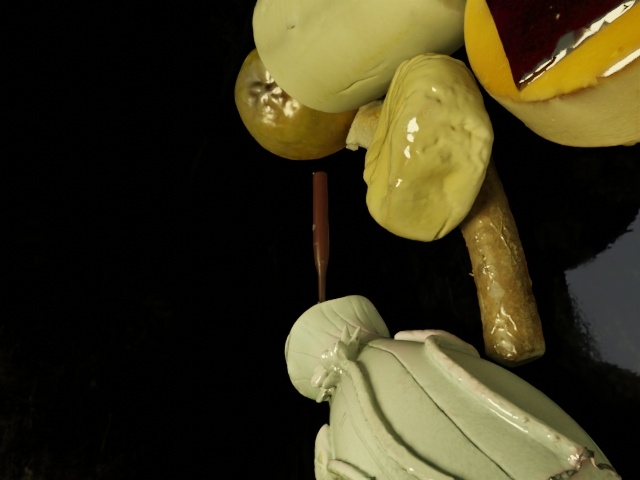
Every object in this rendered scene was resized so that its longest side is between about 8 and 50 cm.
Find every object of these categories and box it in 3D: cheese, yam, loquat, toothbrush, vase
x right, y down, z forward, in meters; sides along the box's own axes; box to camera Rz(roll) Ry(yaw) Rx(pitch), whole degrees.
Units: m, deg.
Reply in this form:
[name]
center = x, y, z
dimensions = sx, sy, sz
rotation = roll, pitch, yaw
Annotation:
[cheese]
center = 0.127, -0.120, 0.547
dimensions = 0.214, 0.117, 0.226
rotation = -95, 13, -56
[yam]
center = 0.215, -0.018, 0.558
dimensions = 0.081, 0.081, 0.356
rotation = -38, 49, 51
[loquat]
center = -0.027, -0.300, 0.899
dimensions = 0.276, 0.284, 0.276
rotation = 12, 111, 33
[toothbrush]
center = 0.001, 0.000, 0.988
dimensions = 0.041, 0.041, 0.364
rotation = -35, 50, 53
[vase]
center = 0.100, 0.215, 0.517
dimensions = 0.445, 0.250, 0.250
rotation = -153, 77, -67

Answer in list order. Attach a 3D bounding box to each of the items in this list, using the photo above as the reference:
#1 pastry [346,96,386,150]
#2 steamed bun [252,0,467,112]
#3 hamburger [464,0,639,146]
[pastry]
center = 0.135, -0.195, 0.758
dimensions = 0.258, 0.089, 0.121
rotation = -137, 52, -57
[steamed bun]
center = 0.126, -0.426, 0.652
dimensions = 0.371, 0.290, 0.456
rotation = -10, 56, 54
[hamburger]
center = 0.287, -0.234, 0.397
dimensions = 0.300, 0.176, 0.300
rotation = -22, 64, 54
